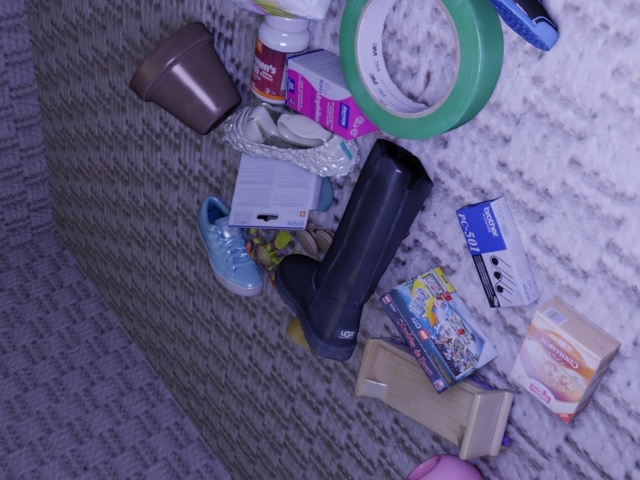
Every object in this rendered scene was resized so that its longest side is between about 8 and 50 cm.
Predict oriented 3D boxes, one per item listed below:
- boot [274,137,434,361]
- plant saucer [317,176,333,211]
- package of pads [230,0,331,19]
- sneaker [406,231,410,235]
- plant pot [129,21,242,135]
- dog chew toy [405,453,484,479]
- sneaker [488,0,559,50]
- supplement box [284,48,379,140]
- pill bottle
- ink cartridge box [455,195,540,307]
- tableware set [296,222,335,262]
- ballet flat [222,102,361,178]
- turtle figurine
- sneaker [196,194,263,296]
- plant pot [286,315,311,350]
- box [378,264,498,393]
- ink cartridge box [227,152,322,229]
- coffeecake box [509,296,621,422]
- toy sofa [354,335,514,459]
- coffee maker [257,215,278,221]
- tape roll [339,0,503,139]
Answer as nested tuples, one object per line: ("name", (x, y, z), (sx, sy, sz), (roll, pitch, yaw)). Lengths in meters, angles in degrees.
("boot", (0.058, -0.022, 1.585), (0.367, 0.146, 0.445), (53, 130, 52))
("plant saucer", (-0.002, -0.130, 1.812), (0.119, 0.021, 0.119), (35, 137, 40))
("package of pads", (-0.069, -0.569, 1.460), (0.296, 0.101, 0.229), (24, 93, 47))
("sneaker", (0.127, -0.008, 1.661), (0.086, 0.064, 0.192), (57, 150, 6))
("plant pot", (-0.339, -0.414, 1.947), (0.229, 0.263, 0.263), (47, 148, -6))
("dog chew toy", (0.338, 0.669, 1.684), (0.332, 0.206, 0.206), (54, 147, 4))
("sneaker", (0.305, -0.406, 1.137), (0.232, 0.090, 0.081), (45, -173, -3))
("supplement box", (0.032, -0.318, 1.560), (0.220, 0.113, 0.111), (35, 136, 37))
("pill bottle", (-0.089, -0.433, 1.651), (0.121, 0.121, 0.221), (47, 143, 27))
("ink cartridge box", (0.340, 0.025, 1.393), (0.097, 0.046, 0.207), (-14, 98, 57))
("tableware set", (0.000, 0.000, 1.881), (0.194, 0.039, 0.128), (9, 129, 60))
("ballet flat", (-0.085, -0.260, 1.688), (0.408, 0.147, 0.147), (19, 127, 32))
("turtle figurine", (-0.153, 0.024, 2.070), (0.217, 0.087, 0.270), (-9, 103, 57))
("sneaker", (-0.283, 0.008, 2.185), (0.366, 0.135, 0.150), (50, 149, 32))
("plant pot", (-0.015, 0.231, 1.985), (0.134, 0.134, 0.095), (38, 111, 37))
("box", (0.248, 0.182, 1.522), (0.233, 0.159, 0.044), (58, 147, 13))
("ink cartridge box", (-0.105, -0.128, 1.753), (0.223, 0.045, 0.224), (3, 73, 26))
("coffeecake box", (0.448, 0.222, 1.343), (0.142, 0.068, 0.186), (40, 140, 33))
("toy sofa", (0.264, 0.344, 1.645), (0.362, 0.177, 0.150), (21, 102, 49))
("coffee maker", (-0.135, -0.142, 1.914), (0.178, 0.120, 0.171), (108, 146, -53))
("tape roll", (0.175, -0.349, 1.321), (0.321, 0.077, 0.322), (23, 124, 38))
